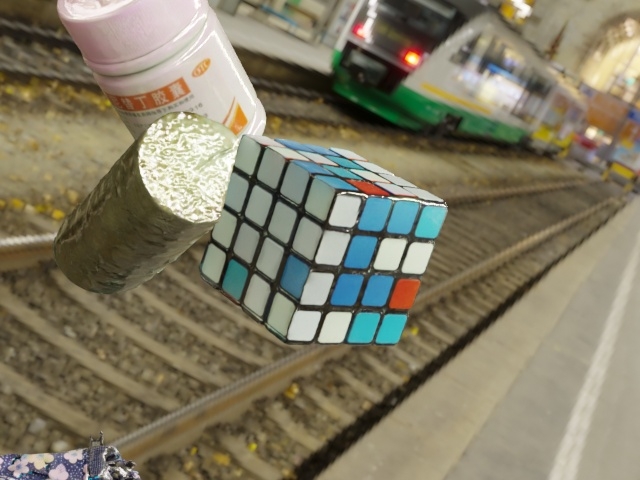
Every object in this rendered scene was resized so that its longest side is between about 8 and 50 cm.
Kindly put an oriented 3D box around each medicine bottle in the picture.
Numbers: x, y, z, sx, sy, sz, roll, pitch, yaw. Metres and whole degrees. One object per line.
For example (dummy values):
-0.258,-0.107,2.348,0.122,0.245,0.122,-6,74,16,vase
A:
-0.230,-0.262,1.630,0.202,0.202,0.315,41,-15,48,medicine bottle

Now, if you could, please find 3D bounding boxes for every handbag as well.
-0.267,0.280,1.068,0.208,0.228,0.126,5,48,-3,handbag

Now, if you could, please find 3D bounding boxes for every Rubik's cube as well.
0.000,0.000,1.048,0.151,0.154,0.155,7,18,-42,Rubik's cube

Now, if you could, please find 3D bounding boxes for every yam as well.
-0.102,-0.018,0.644,0.068,0.068,0.169,24,-26,-21,yam
